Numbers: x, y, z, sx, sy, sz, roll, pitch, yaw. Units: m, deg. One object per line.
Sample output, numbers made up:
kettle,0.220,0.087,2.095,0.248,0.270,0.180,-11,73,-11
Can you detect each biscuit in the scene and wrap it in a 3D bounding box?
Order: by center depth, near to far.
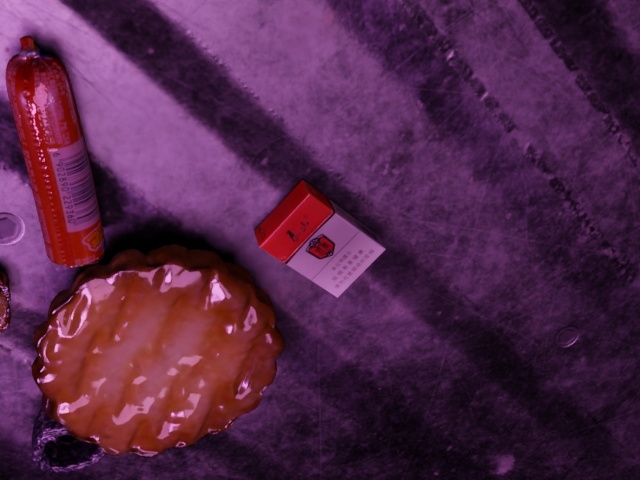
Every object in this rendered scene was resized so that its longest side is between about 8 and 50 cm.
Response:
biscuit,-0.215,0.142,1.159,0.325,0.107,0.326,-9,122,-15

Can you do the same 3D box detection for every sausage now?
sausage,-0.302,-0.098,0.989,0.074,0.074,0.274,-11,125,-11

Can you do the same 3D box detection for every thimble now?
thimble,-0.352,0.277,1.226,0.104,0.066,0.095,24,110,-30

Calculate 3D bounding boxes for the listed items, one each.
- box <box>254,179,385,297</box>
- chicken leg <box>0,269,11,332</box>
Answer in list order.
box,0.000,0.000,1.171,0.152,0.048,0.100,34,106,-35
chicken leg,-0.423,0.097,1.096,0.062,0.037,0.145,-4,127,-35
